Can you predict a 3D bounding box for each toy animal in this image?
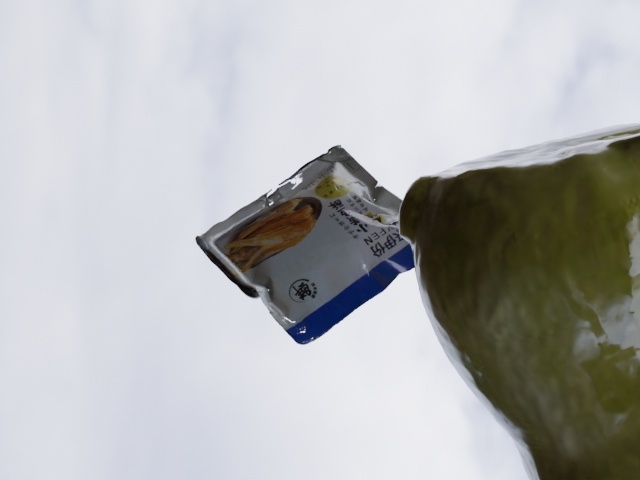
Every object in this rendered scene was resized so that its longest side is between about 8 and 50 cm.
[{"bbox_3d":[0.189,0.098,0.864,0.363,0.180,0.181,63,-3,-9],"label":"toy animal"}]

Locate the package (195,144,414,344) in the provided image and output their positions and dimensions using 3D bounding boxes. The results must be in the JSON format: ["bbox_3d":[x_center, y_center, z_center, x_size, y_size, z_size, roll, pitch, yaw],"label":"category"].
[{"bbox_3d":[0.000,0.000,1.341,0.173,0.171,0.027,41,-23,38],"label":"package"}]
